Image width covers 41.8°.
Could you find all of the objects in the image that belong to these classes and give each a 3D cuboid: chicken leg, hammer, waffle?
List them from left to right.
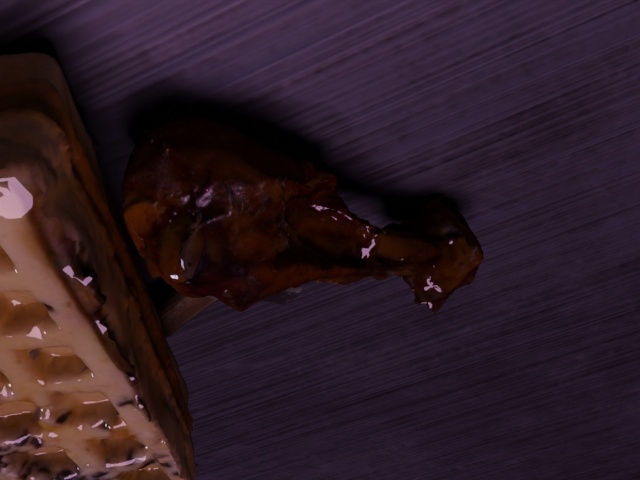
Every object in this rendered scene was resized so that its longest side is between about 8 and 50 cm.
[{"bbox_3d":[-0.238,0.072,0.539,0.261,0.114,0.376,-11,140,-3],"label":"waffle"},{"bbox_3d":[-0.165,0.092,0.738,0.111,0.043,0.365,13,144,-38],"label":"hammer"},{"bbox_3d":[0.000,0.000,0.568,0.304,0.113,0.093,14,163,-40],"label":"chicken leg"}]
